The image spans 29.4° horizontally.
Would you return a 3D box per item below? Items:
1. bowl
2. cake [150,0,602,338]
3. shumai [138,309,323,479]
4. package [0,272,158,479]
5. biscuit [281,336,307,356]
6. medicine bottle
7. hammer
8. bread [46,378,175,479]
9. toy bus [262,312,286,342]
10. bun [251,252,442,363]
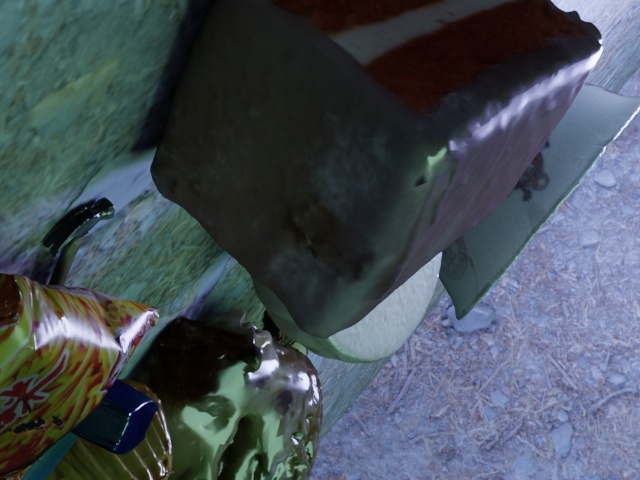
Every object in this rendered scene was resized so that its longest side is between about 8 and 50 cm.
[{"bbox_3d":[0.272,-0.105,1.823,0.435,0.196,0.435,-49,175,-6],"label":"bowl"},{"bbox_3d":[0.046,-0.107,0.984,0.309,0.237,0.230,-32,161,-48],"label":"cake"},{"bbox_3d":[-0.113,0.228,1.482,0.346,0.217,0.283,-39,164,-30],"label":"shumai"},{"bbox_3d":[-0.255,0.111,0.926,0.223,0.108,0.288,-45,160,5],"label":"package"},{"bbox_3d":[-0.068,0.195,1.943,0.121,0.040,0.199,-43,165,-18],"label":"biscuit"},{"bbox_3d":[-0.270,0.208,1.110,0.258,0.124,0.079,-49,171,8],"label":"medicine bottle"},{"bbox_3d":[-0.222,0.039,1.016,0.062,0.017,0.182,-34,161,-49],"label":"hammer"},{"bbox_3d":[-0.246,0.249,1.272,0.240,0.139,0.240,-45,170,-11],"label":"bread"},{"bbox_3d":[-0.060,0.120,1.771,0.043,0.031,0.110,-48,169,-19],"label":"toy bus"},{"bbox_3d":[0.000,0.000,1.353,0.263,0.175,0.263,-9,102,-49],"label":"bun"}]
